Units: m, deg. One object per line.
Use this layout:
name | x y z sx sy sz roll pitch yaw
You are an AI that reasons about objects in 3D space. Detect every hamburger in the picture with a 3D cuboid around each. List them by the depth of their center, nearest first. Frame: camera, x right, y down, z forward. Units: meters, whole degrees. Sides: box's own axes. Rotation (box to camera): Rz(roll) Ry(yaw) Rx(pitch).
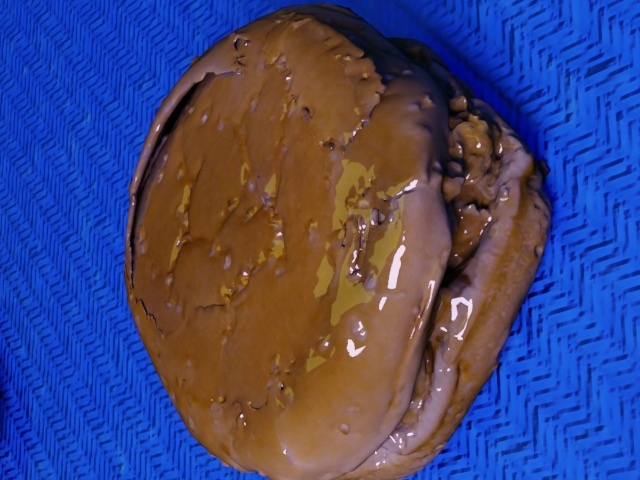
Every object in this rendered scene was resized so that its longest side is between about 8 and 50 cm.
hamburger | -0.001 0.001 0.732 0.214 0.108 0.214 -11 76 49
